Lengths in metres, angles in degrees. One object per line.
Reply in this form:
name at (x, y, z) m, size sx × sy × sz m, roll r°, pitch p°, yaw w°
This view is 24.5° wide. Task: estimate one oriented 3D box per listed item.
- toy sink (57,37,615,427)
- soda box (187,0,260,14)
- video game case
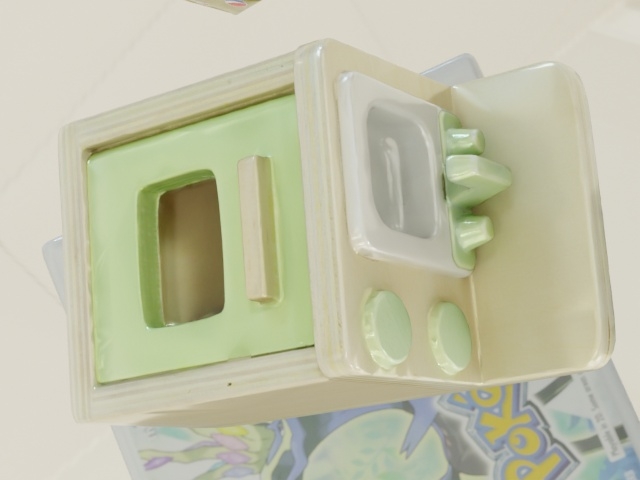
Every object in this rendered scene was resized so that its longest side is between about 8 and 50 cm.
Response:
toy sink at (0.000, 0.000, 0.699) m, size 0.131 × 0.234 × 0.152 m, roll 12°, pitch 70°, yaw -55°
soda box at (-0.065, -0.268, 1.119) m, size 0.058 × 0.061 × 0.181 m, roll 13°, pitch 81°, yaw -21°
video game case at (0.022, 0.092, 0.903) m, size 0.300 × 0.329 × 0.036 m, roll -24°, pitch 172°, yaw 6°
